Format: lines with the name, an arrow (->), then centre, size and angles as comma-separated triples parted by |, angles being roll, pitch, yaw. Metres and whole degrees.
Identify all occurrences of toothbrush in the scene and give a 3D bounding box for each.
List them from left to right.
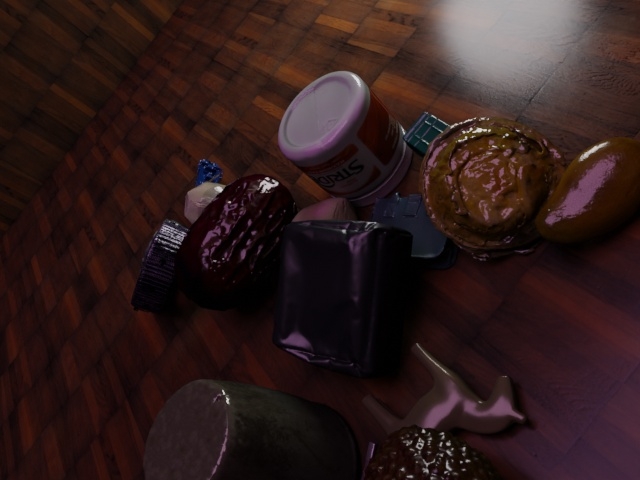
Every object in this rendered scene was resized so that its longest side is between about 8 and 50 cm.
toothbrush -> 0.074, 0.475, 1.053 | 0.014, 0.017, 0.194 | 2, 62, 36

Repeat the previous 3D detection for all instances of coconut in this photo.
coconut -> -0.328, -0.098, 1.695 | 0.162, 0.161, 0.161 | 15, 74, 38

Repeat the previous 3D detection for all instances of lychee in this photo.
lychee -> 0.176, 0.409, 0.849 | 0.236, 0.236, 0.271 | -38, 44, 17

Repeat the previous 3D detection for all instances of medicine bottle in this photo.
medicine bottle -> 0.061, -0.244, 1.379 | 0.252, 0.241, 0.253 | -23, 50, 31

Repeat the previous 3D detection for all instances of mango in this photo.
mango -> 0.477, -0.079, 0.986 | 0.227, 0.099, 0.136 | -45, 73, 6

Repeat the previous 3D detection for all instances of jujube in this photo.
jujube -> -0.217, 0.008, 1.470 | 0.377, 0.258, 0.258 | -50, 40, -14

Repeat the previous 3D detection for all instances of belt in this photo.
belt -> -0.460, 0.074, 1.638 | 0.325, 0.122, 0.260 | 129, 159, -57

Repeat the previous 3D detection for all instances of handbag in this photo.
handbag -> 0.046, 0.109, 1.174 | 0.275, 0.177, 0.302 | 6, 92, 40
handbag -> 0.202, -0.028, 1.244 | 0.229, 0.062, 0.179 | 0, 61, 42

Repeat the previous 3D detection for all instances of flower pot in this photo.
flower pot -> -0.136, 0.407, 1.057 | 0.293, 0.330, 0.294 | -25, 48, 30

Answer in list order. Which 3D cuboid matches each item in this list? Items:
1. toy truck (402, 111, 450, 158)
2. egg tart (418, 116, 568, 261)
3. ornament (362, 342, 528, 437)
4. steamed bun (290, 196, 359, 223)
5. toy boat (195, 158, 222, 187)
toy truck -> 0.282, -0.187, 1.234 | 0.114, 0.124, 0.253 | -50, 40, 8
egg tart -> 0.320, -0.100, 1.062 | 0.290, 0.107, 0.291 | -1, 87, 14
ornament -> 0.222, 0.295, 1.007 | 0.230, 0.061, 0.245 | -49, 44, 2
steamed bun -> 0.000, 0.000, 1.336 | 0.169, 0.152, 0.239 | -21, 54, 30
toy boat -> -0.359, -0.194, 1.836 | 0.110, 0.091, 0.175 | -28, 50, 49
